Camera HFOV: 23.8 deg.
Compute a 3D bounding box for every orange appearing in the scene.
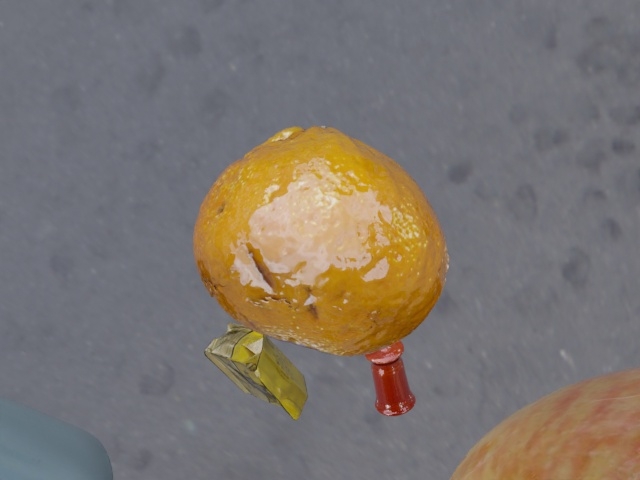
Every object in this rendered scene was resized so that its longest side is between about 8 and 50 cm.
[{"bbox_3d":[0.002,0.000,0.805,0.135,0.135,0.117,19,95,18],"label":"orange"}]

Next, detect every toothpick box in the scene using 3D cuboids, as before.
[{"bbox_3d":[0.076,0.148,1.680,0.047,0.083,0.047,-9,33,6],"label":"toothpick box"}]

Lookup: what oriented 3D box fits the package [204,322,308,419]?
[{"bbox_3d":[-0.054,0.121,1.438,0.047,0.131,0.071,-47,111,-14],"label":"package"}]

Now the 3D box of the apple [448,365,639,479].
[{"bbox_3d":[0.262,0.276,1.090,0.391,0.346,0.391,12,108,40],"label":"apple"}]

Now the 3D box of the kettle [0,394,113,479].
[{"bbox_3d":[-0.310,0.202,1.179,0.160,0.243,0.210,7,69,42],"label":"kettle"}]
